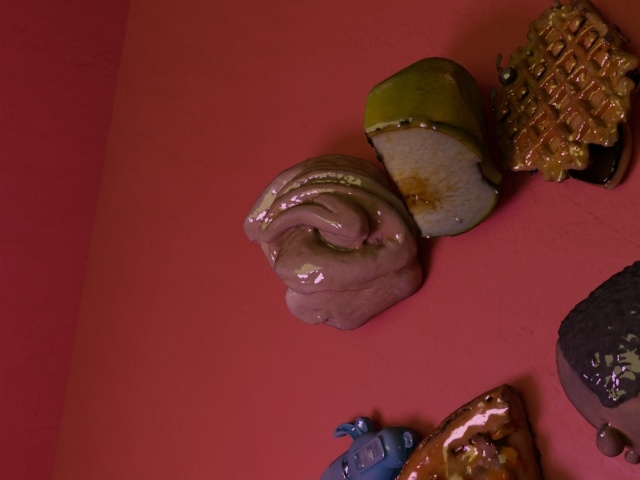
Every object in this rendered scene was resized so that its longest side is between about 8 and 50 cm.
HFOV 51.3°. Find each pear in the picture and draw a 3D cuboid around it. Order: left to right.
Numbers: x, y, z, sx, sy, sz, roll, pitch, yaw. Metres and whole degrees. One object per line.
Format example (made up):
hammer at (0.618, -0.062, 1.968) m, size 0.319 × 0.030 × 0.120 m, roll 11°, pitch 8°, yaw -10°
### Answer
pear at (0.194, -0.173, 1.072) m, size 0.159 × 0.292 × 0.293 m, roll -14°, pitch 71°, yaw 22°

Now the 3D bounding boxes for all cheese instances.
cheese at (0.406, -0.156, 0.933) m, size 0.086 × 0.036 × 0.163 m, roll 32°, pitch 108°, yaw 55°

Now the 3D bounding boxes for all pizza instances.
pizza at (0.241, 0.470, 0.953) m, size 0.406 × 0.130 × 0.440 m, roll 48°, pitch 120°, yaw 46°

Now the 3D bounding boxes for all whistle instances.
whistle at (0.081, 0.403, 1.190) m, size 0.274 × 0.093 × 0.186 m, roll -46°, pitch 48°, yaw 40°

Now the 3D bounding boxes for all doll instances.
doll at (0.433, 0.104, 0.716) m, size 0.349 × 0.247 × 0.247 m, roll -42°, pitch 51°, yaw 17°

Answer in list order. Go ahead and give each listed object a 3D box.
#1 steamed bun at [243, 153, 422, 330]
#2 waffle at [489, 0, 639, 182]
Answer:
steamed bun at (0.004, -0.002, 1.252) m, size 0.372 × 0.230 × 0.325 m, roll 49°, pitch 124°, yaw 41°
waffle at (0.351, -0.218, 0.970) m, size 0.262 × 0.060 × 0.281 m, roll 11°, pitch 86°, yaw 61°
